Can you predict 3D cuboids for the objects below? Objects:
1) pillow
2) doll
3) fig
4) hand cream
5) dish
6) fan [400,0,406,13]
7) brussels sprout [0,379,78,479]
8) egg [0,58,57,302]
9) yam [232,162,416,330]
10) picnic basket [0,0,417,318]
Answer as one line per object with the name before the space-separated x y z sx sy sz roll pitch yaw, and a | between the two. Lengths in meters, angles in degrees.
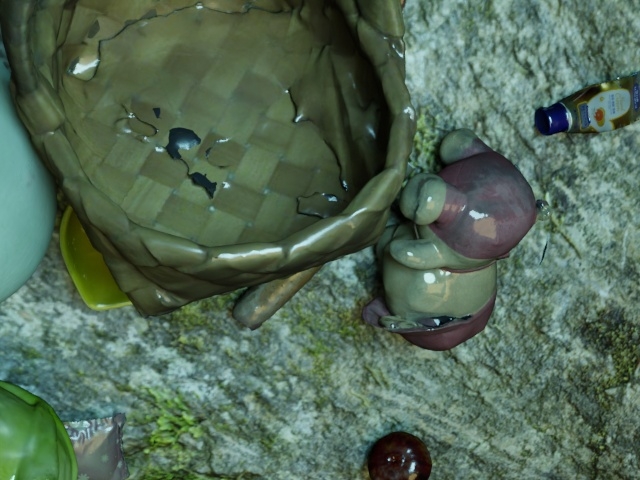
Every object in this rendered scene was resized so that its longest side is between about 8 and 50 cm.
pillow | -0.308 0.249 0.916 0.185 0.043 0.118 -5 123 -22
doll | 0.137 0.016 0.907 0.196 0.152 0.255 -15 136 -27
fig | 0.119 0.318 1.137 0.089 0.089 0.125 -38 152 1
hand cream | 0.333 -0.160 0.961 0.163 0.039 0.062 -17 109 -17
dish | -0.172 -0.030 0.786 0.149 0.080 0.207 30 105 -31
fan | 0.054 -0.220 0.817 0.085 0.005 0.133 -22 125 -12
brussels sprout | -0.365 0.227 0.753 0.260 0.227 0.294 25 109 -1
egg | -0.349 -0.091 0.576 0.230 0.230 0.371 -37 121 0
yam | 0.000 0.000 0.902 0.264 0.046 0.046 -45 127 7
picnic basket | -0.073 -0.144 0.575 0.293 0.337 0.337 -18 125 -14
